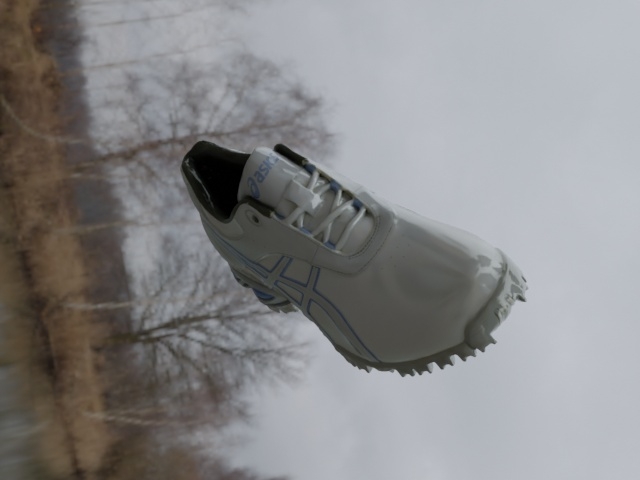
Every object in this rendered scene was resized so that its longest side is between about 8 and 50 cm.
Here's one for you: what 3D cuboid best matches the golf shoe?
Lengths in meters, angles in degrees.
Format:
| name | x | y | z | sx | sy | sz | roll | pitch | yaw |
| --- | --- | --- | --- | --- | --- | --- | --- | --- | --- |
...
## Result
| name | x | y | z | sx | sy | sz | roll | pitch | yaw |
| --- | --- | --- | --- | --- | --- | --- | --- | --- | --- |
| golf shoe | 0.000 | 0.000 | 0.396 | 0.176 | 0.069 | 0.086 | 14 | -27 | 47 |
